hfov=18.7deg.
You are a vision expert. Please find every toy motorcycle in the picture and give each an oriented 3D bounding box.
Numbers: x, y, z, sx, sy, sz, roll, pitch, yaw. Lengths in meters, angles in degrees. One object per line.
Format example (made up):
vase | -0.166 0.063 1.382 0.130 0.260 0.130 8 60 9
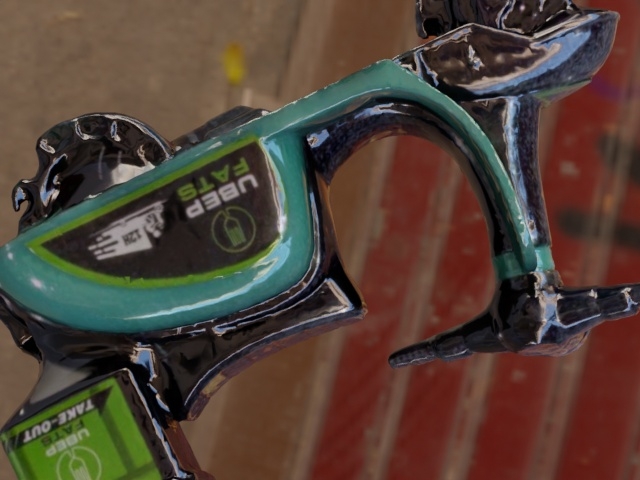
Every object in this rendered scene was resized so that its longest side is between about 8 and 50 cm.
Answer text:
toy motorcycle | 0.000 0.000 0.457 0.100 0.173 0.058 64 0 8
